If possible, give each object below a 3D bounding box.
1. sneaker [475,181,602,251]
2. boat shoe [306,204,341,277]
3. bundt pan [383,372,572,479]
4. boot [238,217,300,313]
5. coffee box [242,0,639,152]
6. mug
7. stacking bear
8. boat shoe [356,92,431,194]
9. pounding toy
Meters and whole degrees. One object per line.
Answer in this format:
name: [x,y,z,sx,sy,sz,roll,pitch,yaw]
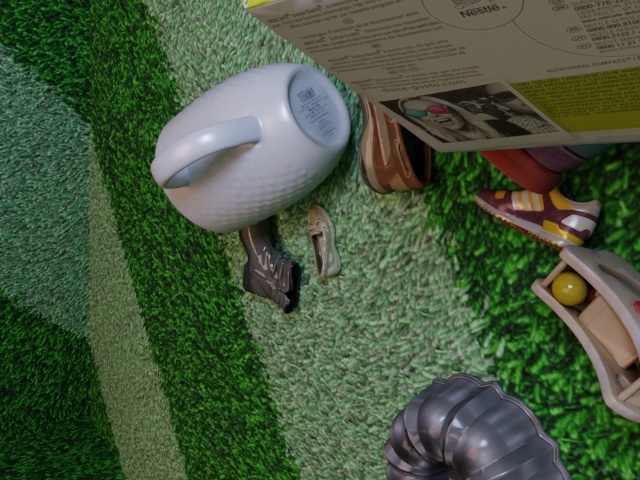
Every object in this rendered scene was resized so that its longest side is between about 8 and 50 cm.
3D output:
sneaker: [0.303,-0.049,0.811,0.185,0.070,0.083,38,100,49]
boat shoe: [-0.001,0.001,1.201,0.056,0.048,0.152,-17,85,51]
bundt pan: [0.229,0.393,0.943,0.331,0.124,0.330,13,107,49]
boot: [-0.105,0.035,1.329,0.161,0.084,0.246,19,118,40]
coffee box: [0.196,-0.292,0.484,0.338,0.335,0.337,6,80,42]
mug: [-0.144,-0.176,1.087,0.328,0.374,0.276,-21,92,42]
stacking bear: [0.326,-0.202,0.674,0.164,0.175,0.289,50,126,7]
boat shoe: [0.133,-0.234,0.943,0.120,0.123,0.323,10,113,45]
pounding toy: [0.359,0.148,0.702,0.269,0.154,0.154,53,134,30]
